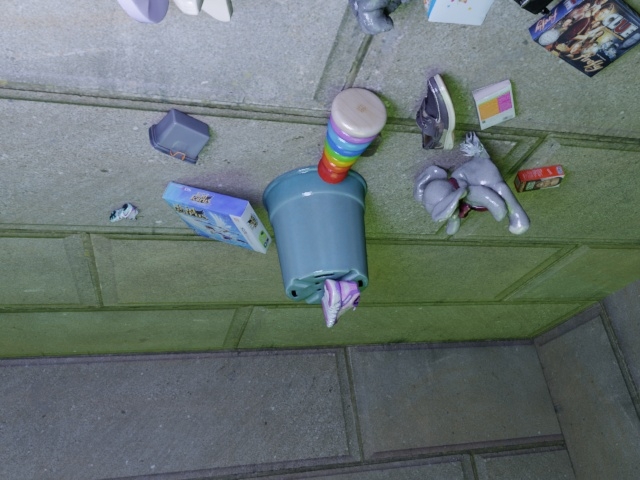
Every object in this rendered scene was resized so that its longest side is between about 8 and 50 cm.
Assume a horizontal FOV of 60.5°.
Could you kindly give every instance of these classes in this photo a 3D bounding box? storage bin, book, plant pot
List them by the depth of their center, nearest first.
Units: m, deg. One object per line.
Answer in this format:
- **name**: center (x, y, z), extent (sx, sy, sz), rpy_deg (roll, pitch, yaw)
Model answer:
- **storage bin**: center (-0.347, -0.261, 1.377), extent (0.135, 0.098, 0.091), rpy_deg (19, 132, -41)
- **book**: center (0.464, -0.359, 1.461), extent (0.096, 0.035, 0.144), rpy_deg (-19, 151, 14)
- **plant pot**: center (0.000, 0.000, 1.700), extent (0.341, 0.334, 0.341), rpy_deg (-6, 153, -3)

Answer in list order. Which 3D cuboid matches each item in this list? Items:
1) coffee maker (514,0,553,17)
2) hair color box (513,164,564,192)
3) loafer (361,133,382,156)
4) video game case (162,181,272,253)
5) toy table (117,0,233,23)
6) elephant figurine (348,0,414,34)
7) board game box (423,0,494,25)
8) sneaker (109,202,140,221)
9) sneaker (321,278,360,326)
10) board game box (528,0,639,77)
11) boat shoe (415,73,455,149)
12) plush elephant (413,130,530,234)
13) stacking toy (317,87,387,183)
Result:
- **coffee maker**: center (0.455, -0.538, 1.049), extent (0.171, 0.120, 0.178), rpy_deg (-14, 165, -45)
- **hair color box**: center (0.721, -0.203, 1.813), extent (0.141, 0.043, 0.072), rpy_deg (-10, 152, 2)
- **loafer**: center (0.134, -0.273, 1.521), extent (0.056, 0.050, 0.148), rpy_deg (6, 166, -18)
- **video game case**: center (-0.307, -0.064, 1.665), extent (0.270, 0.061, 0.244), rpy_deg (14, 157, 19)
- **toy table**: center (-0.241, -0.465, 0.870), extent (0.161, 0.252, 0.274), rpy_deg (6, 166, 7)
- **elephant figurine**: center (0.163, -0.501, 1.013), extent (0.239, 0.186, 0.169), rpy_deg (-24, 107, 8)
- **board game box**: center (0.210, -0.511, 0.804), extent (0.098, 0.303, 0.224), rpy_deg (-1, 152, -14)
- **sneaker**: center (-0.605, -0.076, 1.714), extent (0.098, 0.038, 0.069), rpy_deg (-23, 148, 27)
- **sneaker**: center (0.063, 0.183, 1.613), extent (0.105, 0.095, 0.236), rpy_deg (-10, 153, -11)
- **board game box**: center (0.621, -0.480, 1.255), extent (0.243, 0.042, 0.165), rpy_deg (12, 146, -34)
- **boat shoe**: center (0.295, -0.316, 1.425), extent (0.092, 0.102, 0.285), rpy_deg (-17, 157, 8)
- **plush elephant**: center (0.429, -0.129, 1.655), extent (0.255, 0.272, 0.330), rpy_deg (-32, 117, 16)
- **stacking toy**: center (0.066, -0.252, 1.465), extent (0.141, 0.141, 0.330), rpy_deg (-1, 156, -13)
